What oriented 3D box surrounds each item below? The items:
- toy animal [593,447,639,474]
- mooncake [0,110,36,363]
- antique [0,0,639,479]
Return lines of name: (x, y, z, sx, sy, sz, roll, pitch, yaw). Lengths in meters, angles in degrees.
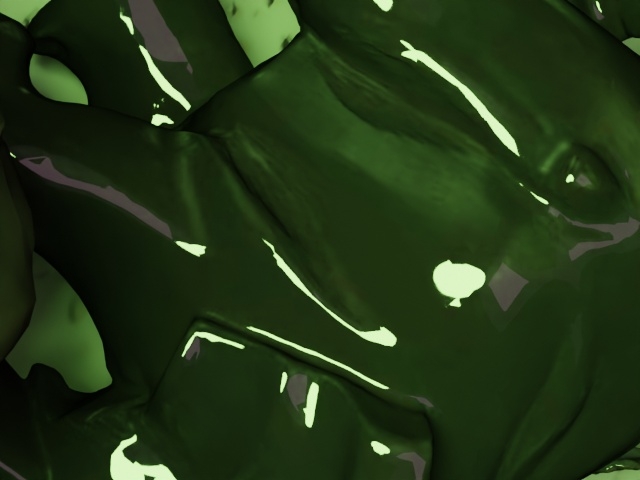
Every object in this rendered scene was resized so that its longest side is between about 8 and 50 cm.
toy animal: (0.209, 0.087, 0.884, 0.202, 0.070, 0.105, 20, 91, -35)
mooncake: (-0.249, 0.028, 0.428, 0.350, 0.381, 0.212, -22, 65, -38)
antique: (0.000, 0.000, 0.652, 0.322, 0.185, 0.255, -29, 93, -3)
